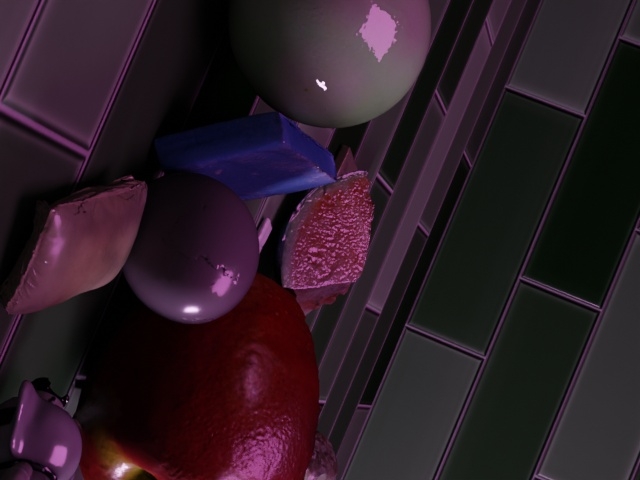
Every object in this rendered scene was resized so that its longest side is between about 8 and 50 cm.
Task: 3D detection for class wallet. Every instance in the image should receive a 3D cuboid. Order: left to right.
[{"bbox_3d":[-0.091,0.010,2.094,0.044,0.011,0.083,76,37,-70],"label":"wallet"}]

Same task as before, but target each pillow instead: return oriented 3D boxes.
[{"bbox_3d":[-0.228,0.004,1.403,0.208,0.053,0.119,-26,137,-68],"label":"pillow"}]

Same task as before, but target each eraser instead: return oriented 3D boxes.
[{"bbox_3d":[-0.076,-0.089,1.696,0.312,0.144,0.043,27,53,-78],"label":"eraser"}]

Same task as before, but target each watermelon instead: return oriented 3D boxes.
[{"bbox_3d":[-0.022,-0.004,2.206,0.146,0.128,0.231,14,85,-50],"label":"watermelon"}]

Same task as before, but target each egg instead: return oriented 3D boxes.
[{"bbox_3d":[-0.135,0.008,1.536,0.199,0.146,0.146,-124,-131,-63],"label":"egg"},{"bbox_3d":[0.010,-0.237,1.600,0.270,0.220,0.220,70,43,-73],"label":"egg"}]

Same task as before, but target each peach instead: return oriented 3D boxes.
[{"bbox_3d":[-0.126,0.177,1.672,0.338,0.281,0.281,-54,162,-49],"label":"peach"}]

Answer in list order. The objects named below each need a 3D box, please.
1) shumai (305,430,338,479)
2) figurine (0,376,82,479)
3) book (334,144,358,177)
[{"bbox_3d":[-0.088,0.378,2.155,0.260,0.225,0.222,-30,-126,49],"label":"shumai"},{"bbox_3d":[-0.282,0.213,1.395,0.147,0.126,0.192,84,13,-47],"label":"figurine"},{"bbox_3d":[0.016,-0.024,2.466,0.215,0.025,0.283,-64,167,-13],"label":"book"}]
